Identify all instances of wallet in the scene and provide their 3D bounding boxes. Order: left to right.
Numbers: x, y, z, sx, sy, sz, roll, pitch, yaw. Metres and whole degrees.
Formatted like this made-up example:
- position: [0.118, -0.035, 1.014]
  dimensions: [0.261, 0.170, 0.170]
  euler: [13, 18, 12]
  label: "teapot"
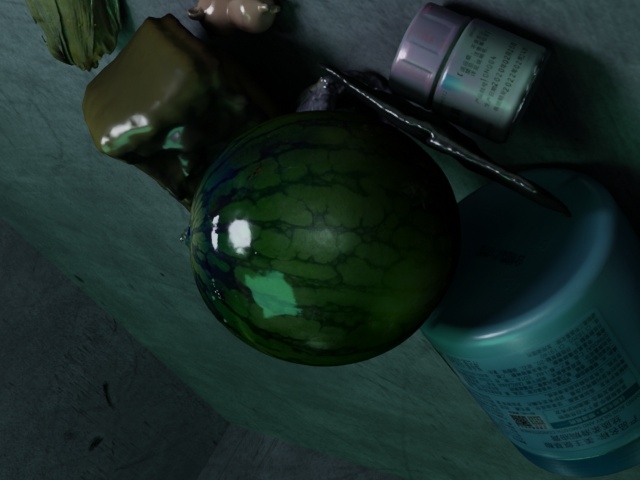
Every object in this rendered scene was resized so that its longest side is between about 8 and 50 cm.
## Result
- position: [0.163, -0.125, 1.148]
  dimensions: [0.323, 0.041, 0.247]
  euler: [35, -169, 22]
  label: "wallet"

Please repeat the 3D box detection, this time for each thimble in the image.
- position: [0.038, -0.178, 1.346]
  dimensions: [0.150, 0.150, 0.098]
  euler: [40, 153, -17]
  label: "thimble"

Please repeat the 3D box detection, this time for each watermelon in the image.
- position: [0.000, 0.000, 1.180]
  dimensions: [0.363, 0.363, 0.363]
  euler: [26, 155, 13]
  label: "watermelon"

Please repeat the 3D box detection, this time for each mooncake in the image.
- position: [-0.170, -0.152, 1.402]
  dimensions: [0.393, 0.246, 0.394]
  euler: [48, -175, 4]
  label: "mooncake"

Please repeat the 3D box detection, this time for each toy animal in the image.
- position: [-0.124, -0.334, 1.321]
  dimensions: [0.150, 0.089, 0.083]
  euler: [-1, 137, 35]
  label: "toy animal"

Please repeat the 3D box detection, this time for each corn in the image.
- position: [-0.415, -0.407, 1.469]
  dimensions: [0.122, 0.123, 0.305]
  euler: [21, 154, 18]
  label: "corn"

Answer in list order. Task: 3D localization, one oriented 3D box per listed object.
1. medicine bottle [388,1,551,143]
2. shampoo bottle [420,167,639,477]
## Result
- position: [0.185, -0.212, 1.135]
  dimensions: [0.168, 0.135, 0.135]
  euler: [28, 155, 10]
  label: "medicine bottle"
- position: [0.341, 0.118, 1.329]
  dimensions: [0.331, 0.331, 0.343]
  euler: [1, 141, 48]
  label: "shampoo bottle"
